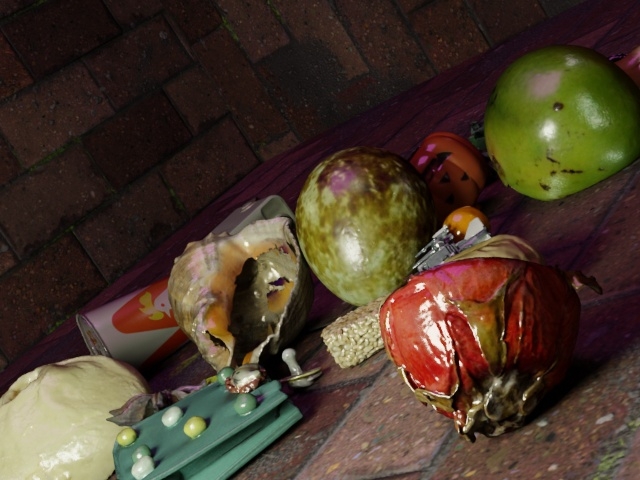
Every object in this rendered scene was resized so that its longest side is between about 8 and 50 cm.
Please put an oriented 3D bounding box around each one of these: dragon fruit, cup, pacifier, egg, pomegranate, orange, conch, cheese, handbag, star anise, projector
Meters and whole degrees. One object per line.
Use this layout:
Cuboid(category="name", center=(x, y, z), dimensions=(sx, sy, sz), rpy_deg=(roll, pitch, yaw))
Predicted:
Cuboid(category="dragon fruit", center=(0.175, 0.131, 1.161), dimensions=(0.218, 0.224, 0.148), rpy_deg=(108, 166, -51))
Cuboid(category="cup", center=(-0.359, 0.175, 2.392), dimensions=(0.288, 0.203, 0.203), rpy_deg=(-29, 9, -22))
Cuboid(category="pacifier", center=(-0.036, 0.194, 1.688), dimensions=(0.068, 0.064, 0.083), rpy_deg=(-19, -1, -45))
Cuboid(category="egg", center=(0.077, -0.022, 1.839), dimensions=(0.238, 0.238, 0.289), rpy_deg=(-28, 43, 23))
Cuboid(category="pomegranate", center=(0.426, -0.239, 1.838), dimensions=(0.359, 0.216, 0.310), rpy_deg=(-37, 15, 6))
Cuboid(category="orange", center=(0.238, -0.013, 1.789), dimensions=(0.084, 0.083, 0.083), rpy_deg=(-31, 11, 7))
Cuboid(category="conch", center=(-0.114, 0.112, 1.943), dimensions=(0.297, 0.210, 0.352), rpy_deg=(-42, 47, 19))
Cuboid(category="cheese", center=(0.191, 0.073, 1.470), dimensions=(0.214, 0.117, 0.226), rpy_deg=(-32, 5, -30))
Cuboid(category="handbag", center=(-0.180, 0.281, 1.614), dimensions=(0.274, 0.100, 0.269), rpy_deg=(-35, 10, -10))
Cuboid(category="star anise", center=(-0.267, 0.279, 1.822), dimensions=(0.181, 0.061, 0.204), rpy_deg=(-11, -3, -15))
Cuboid(category="projector", center=(-0.159, 0.009, 2.574), dimensions=(0.177, 0.163, 0.242), rpy_deg=(-17, 22, 50))

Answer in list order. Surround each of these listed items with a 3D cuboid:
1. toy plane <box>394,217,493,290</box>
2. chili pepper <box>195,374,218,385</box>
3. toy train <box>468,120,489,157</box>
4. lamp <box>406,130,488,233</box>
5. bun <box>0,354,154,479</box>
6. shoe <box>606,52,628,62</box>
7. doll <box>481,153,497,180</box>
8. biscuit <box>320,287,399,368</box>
Cuboid(category="toy plane", center=(0.182, 0.046, 1.699), dimensions=(0.234, 0.082, 0.160), rpy_deg=(-32, 38, 3))
Cuboid(category="chili pepper", center=(-0.186, 0.257, 1.910), dimensions=(0.208, 0.043, 0.049), rpy_deg=(-23, 42, 60))
Cuboid(category="toy train", center=(0.385, -0.238, 2.373), dimensions=(0.149, 0.081, 0.099), rpy_deg=(-32, 9, -28))
Cuboid(category="lamp", center=(0.223, -0.099, 2.005), dimensions=(0.187, 0.164, 0.187), rpy_deg=(-56, 2, 3))
Cuboid(category="bun", center=(-0.478, 0.331, 1.967), dimensions=(0.364, 0.202, 0.364), rpy_deg=(-32, 13, 8))
Cuboid(category="shoe", center=(0.565, -0.296, 2.021), dimensions=(0.099, 0.112, 0.227), rpy_deg=(-32, 13, 7))
Cuboid(category="doll", center=(0.300, -0.118, 2.171), dimensions=(0.113, 0.077, 0.078), rpy_deg=(-65, 17, 9))
Cuboid(category="biscuit", center=(0.084, 0.126, 1.638), dimensions=(0.168, 0.070, 0.082), rpy_deg=(-30, 18, 3))
